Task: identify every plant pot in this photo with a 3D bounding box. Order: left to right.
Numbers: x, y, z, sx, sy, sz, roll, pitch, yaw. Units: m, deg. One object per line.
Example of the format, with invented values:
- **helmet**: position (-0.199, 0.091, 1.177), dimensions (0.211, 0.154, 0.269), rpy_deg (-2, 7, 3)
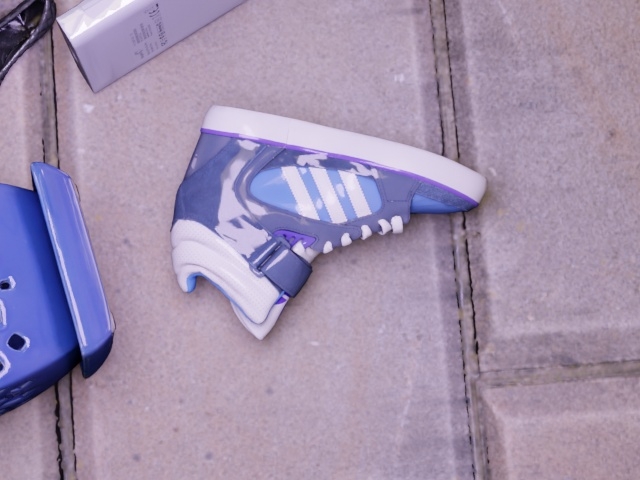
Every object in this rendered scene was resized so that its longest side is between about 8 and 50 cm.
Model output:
- **plant pot**: position (-0.332, 0.055, 1.581), dimensions (0.212, 0.236, 0.236), rpy_deg (-16, 81, -11)

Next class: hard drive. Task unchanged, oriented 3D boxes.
- **hard drive**: position (-0.131, -0.275, 1.649), dimensions (0.307, 0.203, 0.040), rpy_deg (-33, 83, -7)

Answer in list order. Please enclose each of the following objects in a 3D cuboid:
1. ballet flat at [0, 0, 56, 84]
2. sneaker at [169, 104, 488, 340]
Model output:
- **ballet flat**: position (-0.361, -0.211, 1.709), dimensions (0.057, 0.049, 0.173), rpy_deg (40, 82, 6)
- **sneaker**: position (0.000, 0.000, 1.659), dimensions (0.322, 0.130, 0.236), rpy_deg (13, 90, -4)
